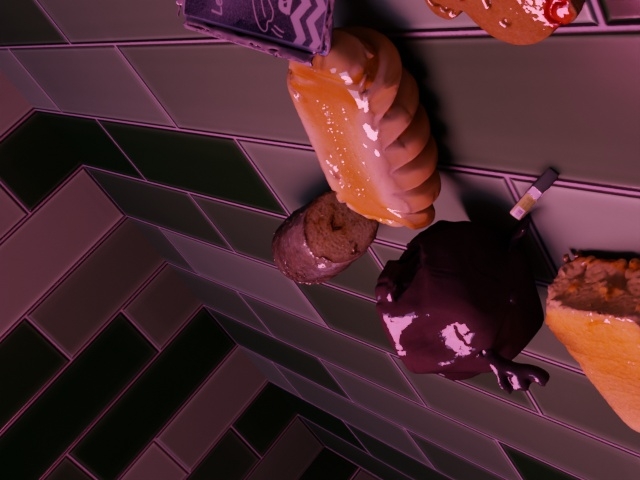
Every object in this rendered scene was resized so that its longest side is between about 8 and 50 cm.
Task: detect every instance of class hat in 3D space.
[{"bbox_3d":[0.250,0.099,1.162,0.208,0.238,0.336,4,160,38],"label":"hat"}]

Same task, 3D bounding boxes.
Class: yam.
[{"bbox_3d":[0.000,0.000,1.473,0.154,0.154,0.254,44,162,-5],"label":"yam"}]

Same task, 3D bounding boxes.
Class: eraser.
[{"bbox_3d":[0.265,-0.057,1.029,0.019,0.038,0.083,43,160,11],"label":"eraser"}]

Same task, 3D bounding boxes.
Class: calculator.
[{"bbox_3d":[-0.082,-0.318,1.007,0.274,0.028,0.166,26,114,37],"label":"calculator"}]

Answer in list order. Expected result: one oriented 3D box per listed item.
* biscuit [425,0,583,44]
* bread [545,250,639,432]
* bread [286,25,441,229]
[{"bbox_3d":[0.150,-0.266,0.815,0.225,0.036,0.166,37,158,13],"label":"biscuit"},{"bbox_3d":[0.421,0.144,1.057,0.275,0.114,0.184,50,162,-20],"label":"bread"},{"bbox_3d":[0.067,-0.148,1.082,0.172,0.121,0.311,23,152,35],"label":"bread"}]
